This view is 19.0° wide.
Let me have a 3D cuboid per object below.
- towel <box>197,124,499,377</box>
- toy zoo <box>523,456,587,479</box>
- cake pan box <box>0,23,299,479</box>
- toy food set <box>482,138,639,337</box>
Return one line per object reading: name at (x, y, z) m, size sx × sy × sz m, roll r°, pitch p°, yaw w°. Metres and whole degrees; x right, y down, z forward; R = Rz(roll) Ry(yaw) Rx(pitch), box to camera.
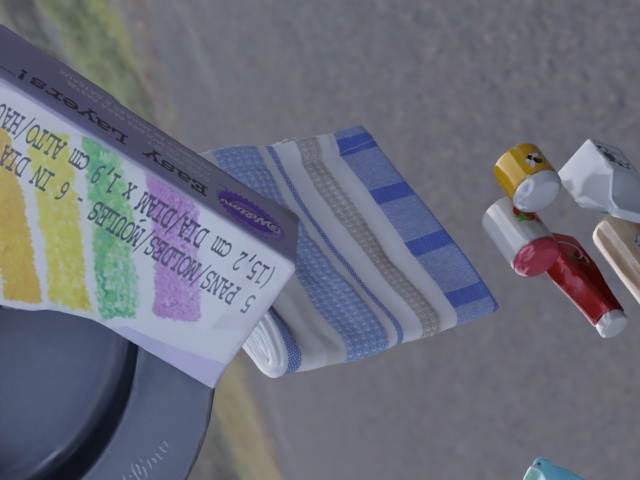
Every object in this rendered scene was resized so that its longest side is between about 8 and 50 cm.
towel at (0.000, 0.000, 1.498) m, size 0.209 × 0.285 × 0.034 m, roll 53°, pitch 127°, yaw 20°
toy zoo at (0.191, 0.285, 1.379) m, size 0.030 × 0.192 × 0.293 m, roll 109°, pitch 154°, yaw -46°
cake pan box at (-0.174, 0.032, 0.815) m, size 0.267 × 0.245 × 0.070 m, roll 33°, pitch -162°, yaw -11°
toy food set at (0.222, 0.004, 1.462) m, size 0.232 × 0.111 × 0.104 m, roll 13°, pitch -145°, yaw -46°
